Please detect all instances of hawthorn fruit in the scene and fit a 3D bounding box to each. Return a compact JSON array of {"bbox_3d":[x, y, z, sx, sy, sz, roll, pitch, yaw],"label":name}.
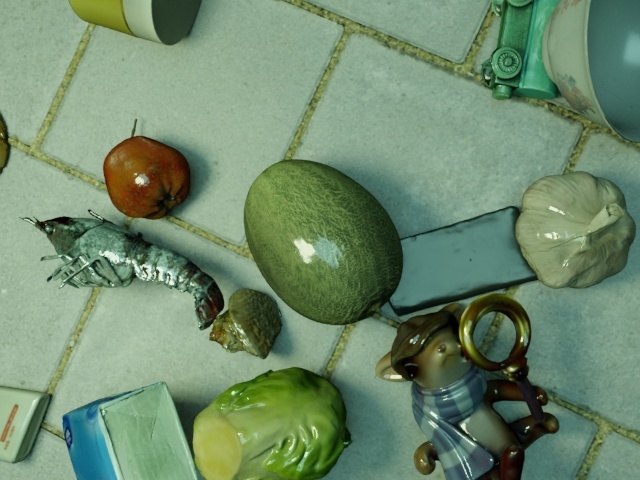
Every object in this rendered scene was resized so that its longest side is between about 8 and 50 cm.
[{"bbox_3d":[-0.351,-0.140,1.342,0.162,0.162,0.203,-46,67,4],"label":"hawthorn fruit"}]

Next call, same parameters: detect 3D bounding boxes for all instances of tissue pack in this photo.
[{"bbox_3d":[-0.352,0.377,1.249,0.146,0.263,0.198,-16,85,-35],"label":"tissue pack"}]

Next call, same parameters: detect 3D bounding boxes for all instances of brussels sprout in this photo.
[{"bbox_3d":[-0.081,0.355,1.227,0.227,0.294,0.259,49,118,33],"label":"brussels sprout"}]

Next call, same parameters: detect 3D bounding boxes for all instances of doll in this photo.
[{"bbox_3d":[0.253,0.277,1.200,0.318,0.209,0.340,-29,82,3],"label":"doll"}]

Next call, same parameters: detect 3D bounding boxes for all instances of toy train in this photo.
[{"bbox_3d":[0.385,-0.375,1.271,0.159,0.101,0.248,9,90,-5],"label":"toy train"}]

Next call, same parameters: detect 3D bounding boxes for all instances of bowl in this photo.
[{"bbox_3d":[0.488,-0.340,1.191,0.157,0.345,0.345,10,89,51],"label":"bowl"}]

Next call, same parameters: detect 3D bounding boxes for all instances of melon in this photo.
[{"bbox_3d":[0.000,0.000,1.230,0.248,0.248,0.329,-44,73,4],"label":"melon"}]

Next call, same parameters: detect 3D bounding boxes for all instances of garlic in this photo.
[{"bbox_3d":[0.451,-0.019,1.177,0.218,0.212,0.218,0,86,-6],"label":"garlic"}]

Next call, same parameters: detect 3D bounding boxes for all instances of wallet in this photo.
[{"bbox_3d":[0.253,0.041,1.301,0.285,0.030,0.146,-17,88,8],"label":"wallet"}]

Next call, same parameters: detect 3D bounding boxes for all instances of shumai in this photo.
[{"bbox_3d":[-0.149,0.167,1.321,0.116,0.145,0.145,-32,83,28],"label":"shumai"}]

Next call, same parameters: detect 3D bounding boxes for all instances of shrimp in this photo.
[{"bbox_3d":[-0.372,0.047,1.297,0.410,0.221,0.166,10,109,13],"label":"shrimp"}]

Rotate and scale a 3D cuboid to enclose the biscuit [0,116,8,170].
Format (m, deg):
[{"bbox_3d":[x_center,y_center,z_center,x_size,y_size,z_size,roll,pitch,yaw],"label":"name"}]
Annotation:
[{"bbox_3d":[-0.761,-0.204,1.449,0.226,0.042,0.226,0,87,9],"label":"biscuit"}]

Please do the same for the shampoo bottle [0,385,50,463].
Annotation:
[{"bbox_3d":[-0.706,0.336,1.402,0.284,0.071,0.153,18,89,7],"label":"shampoo bottle"}]

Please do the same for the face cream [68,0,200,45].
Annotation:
[{"bbox_3d":[-0.348,-0.501,1.313,0.179,0.218,0.218,18,90,9],"label":"face cream"}]
